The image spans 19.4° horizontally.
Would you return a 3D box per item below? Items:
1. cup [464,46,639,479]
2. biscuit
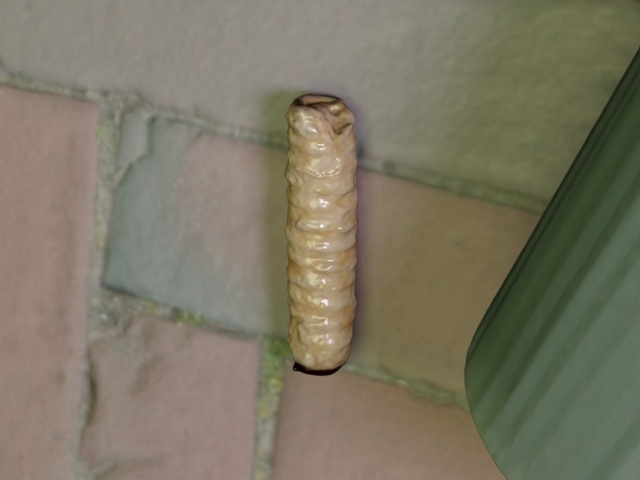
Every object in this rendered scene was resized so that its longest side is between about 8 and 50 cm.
[{"bbox_3d":[0.326,0.026,1.130,0.401,0.310,0.392,37,124,9],"label":"cup"},{"bbox_3d":[0.000,0.000,1.389,0.055,0.061,0.219,7,111,20],"label":"biscuit"}]
